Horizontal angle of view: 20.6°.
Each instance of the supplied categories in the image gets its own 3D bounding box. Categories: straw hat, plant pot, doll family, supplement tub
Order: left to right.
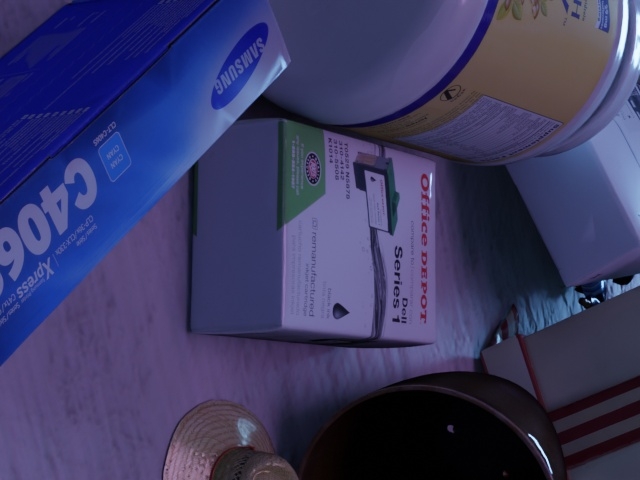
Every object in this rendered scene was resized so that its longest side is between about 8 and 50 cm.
[{"bbox_3d":[-0.049,0.186,1.313,0.144,0.061,0.144,11,77,-55],"label":"straw hat"},{"bbox_3d":[0.102,-0.190,1.418,0.331,0.241,0.241,10,78,-55],"label":"supplement tub"},{"bbox_3d":[0.116,0.195,1.455,0.230,0.215,0.215,-29,111,-69],"label":"plant pot"},{"bbox_3d":[0.290,0.017,1.822,0.193,0.076,0.111,-37,121,-45],"label":"doll family"}]

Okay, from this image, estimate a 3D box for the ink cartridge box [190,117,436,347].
[{"bbox_3d":[0.000,0.000,1.378,0.219,0.093,0.160,9,79,-54],"label":"ink cartridge box"}]

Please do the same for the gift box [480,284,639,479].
[{"bbox_3d":[0.311,0.166,1.680,0.255,0.258,0.276,22,47,-53],"label":"gift box"}]

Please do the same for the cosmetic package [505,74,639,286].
[{"bbox_3d":[0.296,-0.112,1.732,0.377,0.097,0.284,-7,71,-56],"label":"cosmetic package"}]

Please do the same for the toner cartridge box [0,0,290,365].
[{"bbox_3d":[-0.173,-0.048,1.071,0.348,0.165,0.075,-51,128,-45],"label":"toner cartridge box"}]
